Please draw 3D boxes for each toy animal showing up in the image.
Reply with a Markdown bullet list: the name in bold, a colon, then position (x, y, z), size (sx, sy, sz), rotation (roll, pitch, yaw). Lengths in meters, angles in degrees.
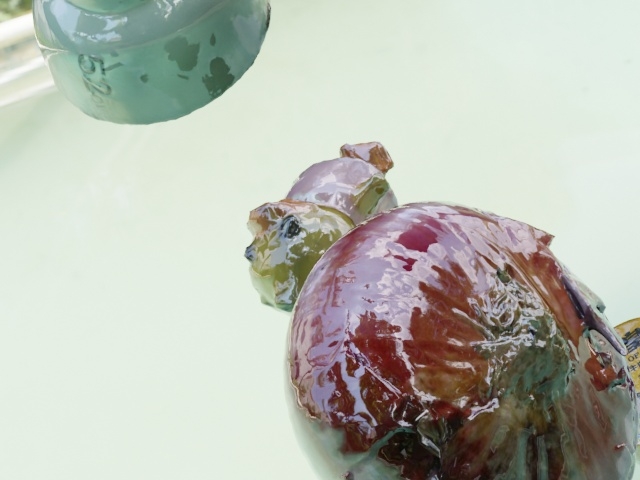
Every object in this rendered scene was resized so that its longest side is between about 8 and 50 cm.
- **toy animal**: position (0.002, 0.004, 1.320), size (0.195, 0.169, 0.281), rotation (-36, 4, 33)

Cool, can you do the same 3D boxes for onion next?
- **onion**: position (0.110, 0.141, 1.005), size (0.348, 0.347, 0.285), rotation (-33, -1, -38)

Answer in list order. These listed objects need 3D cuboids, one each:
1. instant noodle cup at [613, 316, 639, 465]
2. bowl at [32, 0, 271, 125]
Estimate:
- **instant noodle cup**: position (0.503, 0.242, 1.629), size (0.216, 0.172, 0.215), rotation (-25, 42, 24)
- **bowl**: position (-0.261, -0.357, 1.565), size (0.354, 0.185, 0.353), rotation (-5, 64, 11)
